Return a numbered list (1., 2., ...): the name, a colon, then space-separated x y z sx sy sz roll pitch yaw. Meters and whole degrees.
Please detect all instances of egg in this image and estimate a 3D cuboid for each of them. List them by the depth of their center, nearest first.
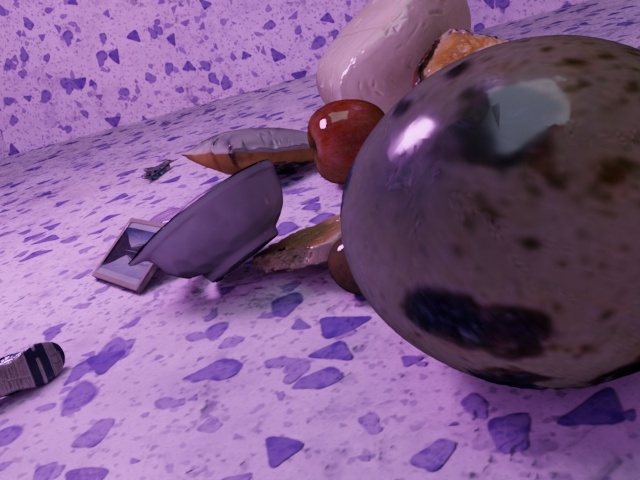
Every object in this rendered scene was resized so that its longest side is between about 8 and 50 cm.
1. egg: 0.199 -0.026 0.709 0.345 0.345 0.428 -32 21 -36

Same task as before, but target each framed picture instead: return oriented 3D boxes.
1. framed picture: -0.369 0.025 1.372 0.203 0.015 0.150 10 64 49

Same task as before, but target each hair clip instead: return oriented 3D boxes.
1. hair clip: -0.523 -0.224 2.196 0.049 0.049 0.173 -9 17 20

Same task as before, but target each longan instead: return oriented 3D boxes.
1. longan: 0.067 0.035 1.021 0.106 0.106 0.119 -8 -20 22

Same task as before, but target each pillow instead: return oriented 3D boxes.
1. pillow: -0.160 -0.233 1.787 0.310 0.119 0.312 -12 13 -31

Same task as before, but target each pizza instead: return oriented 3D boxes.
1. pizza: 0.360 -0.373 1.622 0.435 0.080 0.392 -25 48 -14

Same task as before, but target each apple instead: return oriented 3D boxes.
1. apple: 0.066 -0.220 1.530 0.174 0.188 0.188 -11 20 -9

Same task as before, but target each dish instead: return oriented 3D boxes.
1. dish: -0.167 -0.012 1.202 0.303 0.120 0.303 -37 -1 0

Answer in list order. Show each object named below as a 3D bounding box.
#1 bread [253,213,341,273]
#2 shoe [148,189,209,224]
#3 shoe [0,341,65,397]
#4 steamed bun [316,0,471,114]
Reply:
1. bread: 0.000 0.000 1.172 0.182 0.039 0.251 -28 10 -32
2. shoe: -0.256 -0.031 1.439 0.245 0.095 0.137 -19 24 4
3. shoe: -0.461 0.200 1.048 0.143 0.063 0.071 -22 2 -29
4. steamed bun: 0.222 -0.521 1.991 0.456 0.290 0.371 -48 22 2
